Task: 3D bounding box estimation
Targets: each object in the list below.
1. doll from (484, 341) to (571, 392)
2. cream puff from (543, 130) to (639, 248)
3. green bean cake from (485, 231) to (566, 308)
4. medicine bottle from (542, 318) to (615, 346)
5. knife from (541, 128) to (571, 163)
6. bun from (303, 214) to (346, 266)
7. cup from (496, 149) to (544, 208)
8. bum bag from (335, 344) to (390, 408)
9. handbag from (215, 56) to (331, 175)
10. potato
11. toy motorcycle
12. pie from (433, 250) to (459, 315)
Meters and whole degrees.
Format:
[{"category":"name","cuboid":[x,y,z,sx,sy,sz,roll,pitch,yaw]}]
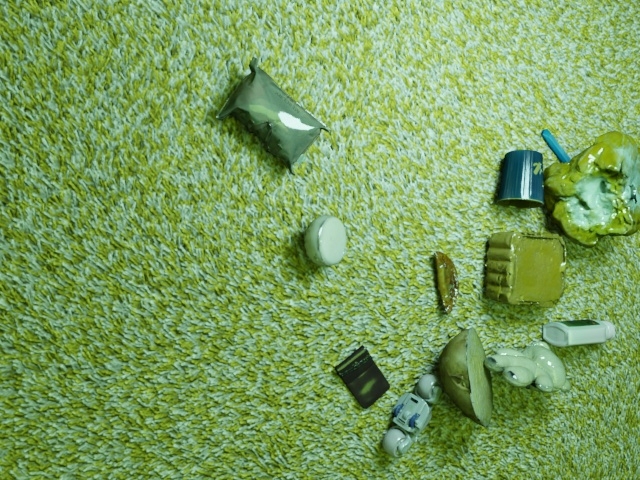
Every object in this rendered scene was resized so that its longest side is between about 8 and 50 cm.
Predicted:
[{"category":"doll","cuboid":[0.599,0.389,1.481,0.278,0.149,0.175,10,47,-33]},{"category":"cream puff","cuboid":[0.833,-0.163,1.525,0.274,0.270,0.323,-29,111,-35]},{"category":"green bean cake","cuboid":[0.613,0.085,1.507,0.230,0.131,0.224,3,91,-21]},{"category":"medicine bottle","cuboid":[0.827,0.291,1.586,0.219,0.115,0.078,-1,89,-19]},{"category":"knife","cuboid":[0.810,-0.247,1.626,0.044,0.026,0.296,-45,101,-16]},{"category":"bun","cuboid":[0.000,0.000,1.326,0.138,0.094,0.138,-5,97,-52]},{"category":"cup","cuboid":[0.619,-0.180,1.520,0.176,0.131,0.155,12,82,-48]},{"category":"bum bag","cuboid":[0.121,0.385,1.400,0.109,0.026,0.159,-38,102,-15]},{"category":"handbag","cuboid":[-0.121,-0.305,1.272,0.270,0.117,0.182,40,87,-15]},{"category":"potato","cuboid":[0.405,0.394,1.422,0.299,0.116,0.239,60,30,-31]},{"category":"toy motorcycle","cuboid":[0.268,0.499,1.421,0.112,0.112,0.254,40,76,-14]},{"category":"pie","cuboid":[0.375,0.120,1.480,0.088,0.033,0.191,-11,93,-33]}]
